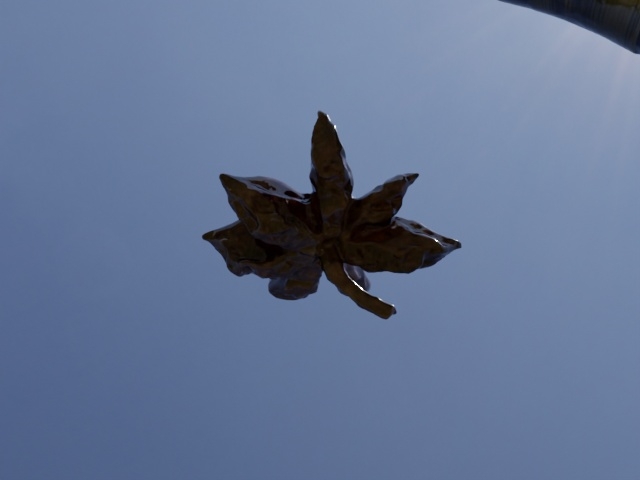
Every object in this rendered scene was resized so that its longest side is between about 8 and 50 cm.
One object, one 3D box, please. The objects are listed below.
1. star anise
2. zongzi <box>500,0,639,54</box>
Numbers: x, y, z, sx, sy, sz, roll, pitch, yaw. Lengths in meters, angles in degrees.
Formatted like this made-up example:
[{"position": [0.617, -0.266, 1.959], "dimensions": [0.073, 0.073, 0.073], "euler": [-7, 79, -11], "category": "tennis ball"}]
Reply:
[{"position": [-0.001, -0.007, 0.840], "dimensions": [0.212, 0.196, 0.111], "euler": [-11, -150, 28], "category": "star anise"}, {"position": [0.347, -0.313, 0.947], "dimensions": [0.286, 0.134, 0.288], "euler": [32, -111, 19], "category": "zongzi"}]
